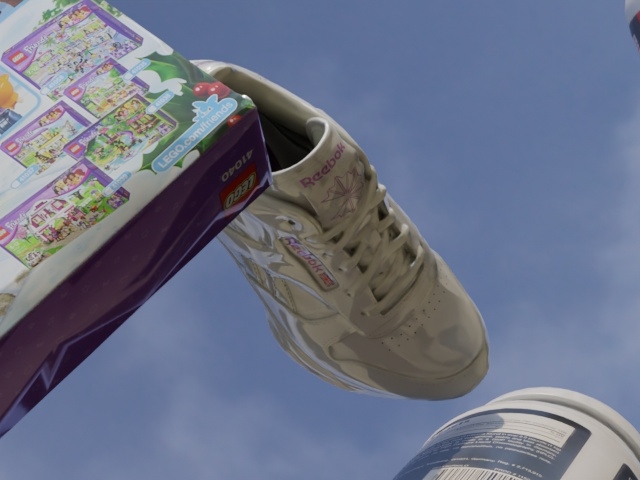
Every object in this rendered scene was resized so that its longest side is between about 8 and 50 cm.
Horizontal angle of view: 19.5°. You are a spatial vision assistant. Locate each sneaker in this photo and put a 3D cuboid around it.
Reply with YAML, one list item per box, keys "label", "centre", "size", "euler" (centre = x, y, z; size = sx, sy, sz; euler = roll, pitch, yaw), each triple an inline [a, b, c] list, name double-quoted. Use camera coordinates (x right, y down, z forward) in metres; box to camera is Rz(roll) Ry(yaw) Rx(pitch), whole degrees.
- label: "sneaker"
  centre: [0.000, 0.000, 1.204]
  size: [0.305, 0.152, 0.114]
  euler: [41, -109, -13]

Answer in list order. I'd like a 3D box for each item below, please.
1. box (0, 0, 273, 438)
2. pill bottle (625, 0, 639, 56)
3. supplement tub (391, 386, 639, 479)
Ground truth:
- label: "box"
  centre: [-0.189, 0.006, 0.687]
  size: [0.293, 0.201, 0.057]
  euler: [-43, -27, -20]
- label: "pill bottle"
  centre: [0.401, -0.173, 1.698]
  size: [0.210, 0.210, 0.363]
  euler: [-13, -102, -30]
- label: "supplement tub"
  centre: [0.122, 0.220, 1.248]
  size: [0.272, 0.191, 0.191]
  euler: [-33, -44, -63]
